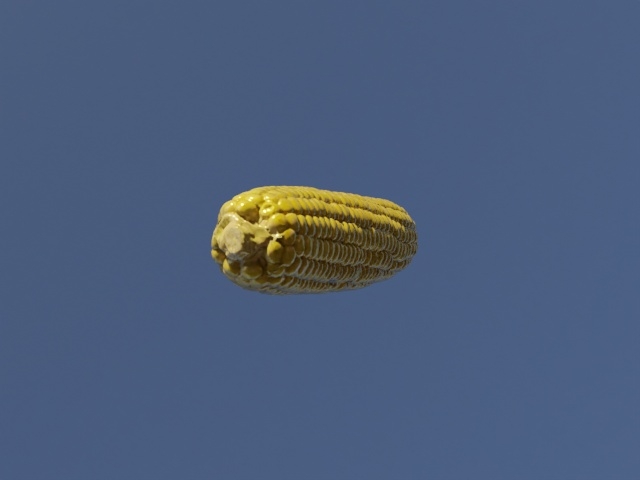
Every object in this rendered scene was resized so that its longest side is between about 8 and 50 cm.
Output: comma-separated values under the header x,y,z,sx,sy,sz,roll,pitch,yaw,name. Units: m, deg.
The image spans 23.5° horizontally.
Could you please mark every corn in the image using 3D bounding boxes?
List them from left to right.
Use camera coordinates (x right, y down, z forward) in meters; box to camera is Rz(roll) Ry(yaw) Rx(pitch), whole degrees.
x,y,z,sx,sy,sz,roll,pitch,yaw,name
0.000,0.000,0.946,0.206,0.067,0.067,-1,-82,-62,corn
